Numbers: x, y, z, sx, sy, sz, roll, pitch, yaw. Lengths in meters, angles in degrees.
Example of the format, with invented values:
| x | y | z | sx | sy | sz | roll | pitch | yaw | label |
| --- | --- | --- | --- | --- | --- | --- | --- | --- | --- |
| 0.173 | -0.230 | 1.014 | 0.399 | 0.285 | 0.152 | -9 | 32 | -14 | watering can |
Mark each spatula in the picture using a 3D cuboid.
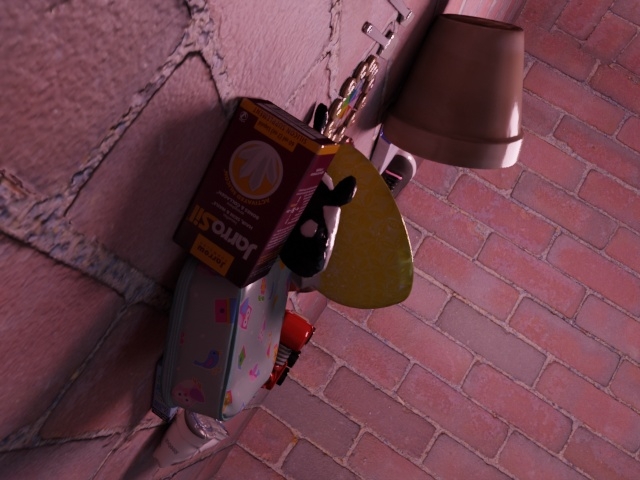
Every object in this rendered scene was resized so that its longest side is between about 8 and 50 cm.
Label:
| x | y | z | sx | sy | sz | roll | pitch | yaw | label |
| --- | --- | --- | --- | --- | --- | --- | --- | --- | --- |
| 0.132 | -0.382 | 0.980 | 0.168 | 0.019 | 0.242 | -54 | 172 | 17 | spatula |

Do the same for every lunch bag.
| x | y | z | sx | sy | sz | roll | pitch | yaw | label |
| --- | --- | --- | --- | --- | --- | --- | --- | --- | --- |
| -0.124 | 0.110 | 0.861 | 0.279 | 0.107 | 0.224 | -26 | 124 | -80 | lunch bag |

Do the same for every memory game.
| x | y | z | sx | sy | sz | roll | pitch | yaw | label |
| --- | --- | --- | --- | --- | --- | --- | --- | --- | --- |
| 0.051 | -0.236 | 1.055 | 0.186 | 0.012 | 0.186 | -56 | 172 | -13 | memory game |

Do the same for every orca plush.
| x | y | z | sx | sy | sz | roll | pitch | yaw | label |
| --- | --- | --- | --- | --- | --- | --- | --- | --- | --- |
| -0.033 | -0.088 | 0.814 | 0.151 | 0.102 | 0.287 | -17 | -134 | 39 | orca plush |

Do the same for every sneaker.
| x | y | z | sx | sy | sz | roll | pitch | yaw | label |
| --- | --- | --- | --- | --- | --- | --- | --- | --- | --- |
| -0.288 | 0.424 | 1.322 | 0.129 | 0.111 | 0.297 | -40 | 165 | -7 | sneaker |
| 0.211 | -0.162 | 1.915 | 0.147 | 0.104 | 0.296 | -59 | 177 | -28 | sneaker |

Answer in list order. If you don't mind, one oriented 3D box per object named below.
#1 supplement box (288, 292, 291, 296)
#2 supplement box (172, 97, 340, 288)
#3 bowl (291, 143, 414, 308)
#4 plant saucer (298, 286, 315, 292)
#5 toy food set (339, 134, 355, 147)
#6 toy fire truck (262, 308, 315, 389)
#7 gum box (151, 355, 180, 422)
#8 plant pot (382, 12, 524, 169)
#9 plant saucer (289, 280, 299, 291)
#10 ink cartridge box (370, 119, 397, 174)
| x | y | z | sx | sy | sz | roll | pitch | yaw | label |
| --- | --- | --- | --- | --- | --- | --- | --- | --- | --- |
| -0.088 | 0.116 | 1.461 | 0.062 | 0.036 | 0.098 | -56 | 171 | -11 | supplement box |
| -0.074 | -0.054 | 0.689 | 0.188 | 0.104 | 0.081 | -60 | 170 | 17 | supplement box |
| 0.014 | -0.001 | 1.011 | 0.156 | 0.290 | 0.289 | -22 | 160 | -16 | bowl |
| 0.034 | 0.041 | 1.857 | 0.311 | 0.050 | 0.311 | -54 | 170 | -14 | plant saucer |
| 0.046 | -0.177 | 1.225 | 0.078 | 0.019 | 0.122 | -56 | 164 | -12 | toy food set |
| -0.130 | 0.296 | 1.608 | 0.217 | 0.158 | 0.246 | -57 | -178 | 4 | toy fire truck |
| -0.219 | 0.207 | 1.030 | 0.157 | 0.041 | 0.184 | -51 | 169 | -40 | gum box |
| 0.321 | -0.349 | 1.357 | 0.323 | 0.323 | 0.281 | -44 | 147 | -57 | plant pot |
| 0.000 | 0.000 | 1.268 | 0.258 | 0.047 | 0.259 | -50 | 172 | -13 | plant saucer |
| 0.217 | -0.311 | 1.612 | 0.223 | 0.045 | 0.224 | -54 | 170 | -21 | ink cartridge box |
